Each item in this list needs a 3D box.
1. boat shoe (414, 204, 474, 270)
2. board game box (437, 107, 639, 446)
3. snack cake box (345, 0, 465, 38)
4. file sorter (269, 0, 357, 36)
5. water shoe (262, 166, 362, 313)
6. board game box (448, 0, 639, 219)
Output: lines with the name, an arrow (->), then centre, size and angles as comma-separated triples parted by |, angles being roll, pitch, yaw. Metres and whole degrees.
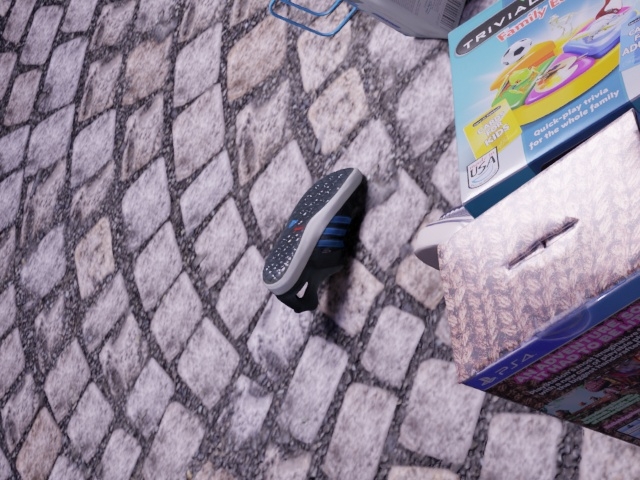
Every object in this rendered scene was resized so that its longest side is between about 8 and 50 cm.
boat shoe -> 0.249, -0.046, 1.665 | 0.340, 0.127, 0.158 | -4, 63, 44
board game box -> 0.288, 0.049, 1.394 | 0.232, 0.291, 0.141 | -36, 46, 37
snack cake box -> 0.122, -0.391, 1.967 | 0.089, 0.152, 0.264 | 12, 81, 49
file sorter -> -0.015, -0.373, 2.179 | 0.104, 0.118, 0.170 | -45, 41, 34
water shoe -> 0.000, 0.000, 2.006 | 0.073, 0.080, 0.203 | -3, 45, 49
board game box -> 0.252, -0.166, 1.604 | 0.254, 0.079, 0.336 | -32, 28, 21
